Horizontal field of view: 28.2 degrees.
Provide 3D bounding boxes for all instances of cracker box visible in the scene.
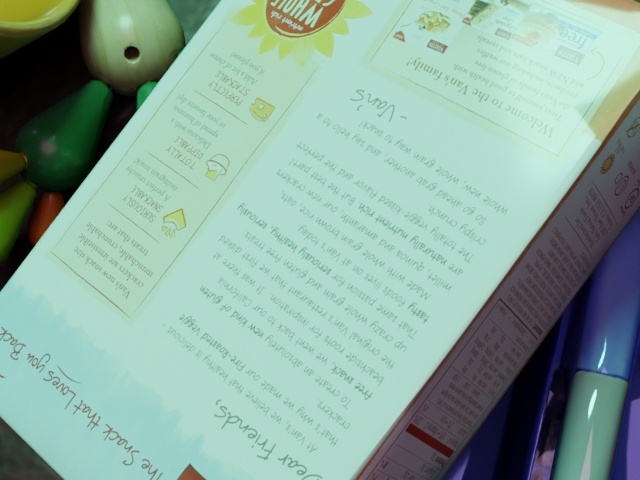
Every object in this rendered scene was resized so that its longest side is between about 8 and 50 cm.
[{"bbox_3d":[0.000,0.000,0.442,0.156,0.067,0.232,36,87,31],"label":"cracker box"}]

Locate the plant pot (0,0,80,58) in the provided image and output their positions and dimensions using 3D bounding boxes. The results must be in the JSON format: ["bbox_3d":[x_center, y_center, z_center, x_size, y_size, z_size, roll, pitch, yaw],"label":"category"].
[{"bbox_3d":[-0.240,-0.144,0.565,0.188,0.205,0.205,-24,78,24],"label":"plant pot"}]

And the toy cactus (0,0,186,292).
[{"bbox_3d":[-0.082,-0.060,0.592,0.219,0.112,0.180,-25,69,10],"label":"toy cactus"}]

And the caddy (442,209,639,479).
[{"bbox_3d":[0.091,0.101,0.501,0.241,0.179,0.341,13,82,6],"label":"caddy"}]
